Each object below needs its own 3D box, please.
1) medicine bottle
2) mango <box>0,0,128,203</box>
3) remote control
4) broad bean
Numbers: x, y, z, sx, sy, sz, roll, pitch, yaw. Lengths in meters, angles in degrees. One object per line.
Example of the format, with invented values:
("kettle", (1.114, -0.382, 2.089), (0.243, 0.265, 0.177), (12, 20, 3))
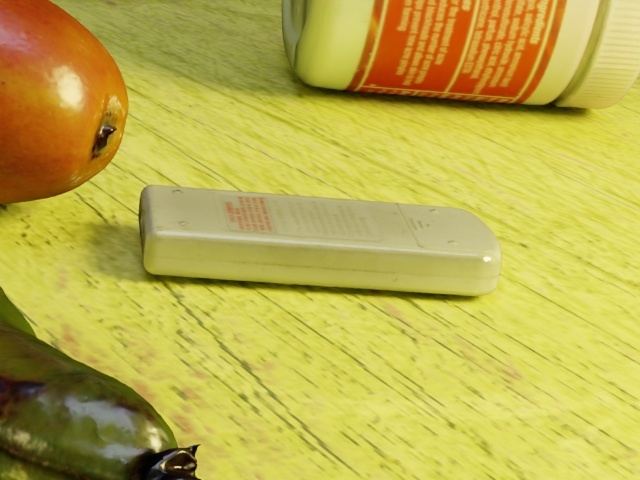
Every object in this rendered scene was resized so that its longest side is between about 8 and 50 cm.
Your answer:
("medicine bottle", (0.104, -0.226, 1.371), (0.241, 0.252, 0.252), (4, 18, -10))
("mango", (-0.247, -0.083, 1.024), (0.289, 0.129, 0.146), (-1, 20, 5))
("remote control", (0.000, 0.000, 1.002), (0.190, 0.029, 0.087), (3, 19, -10))
("broad bean", (-0.138, 0.050, 0.754), (0.077, 0.061, 0.339), (3, 18, -36))
